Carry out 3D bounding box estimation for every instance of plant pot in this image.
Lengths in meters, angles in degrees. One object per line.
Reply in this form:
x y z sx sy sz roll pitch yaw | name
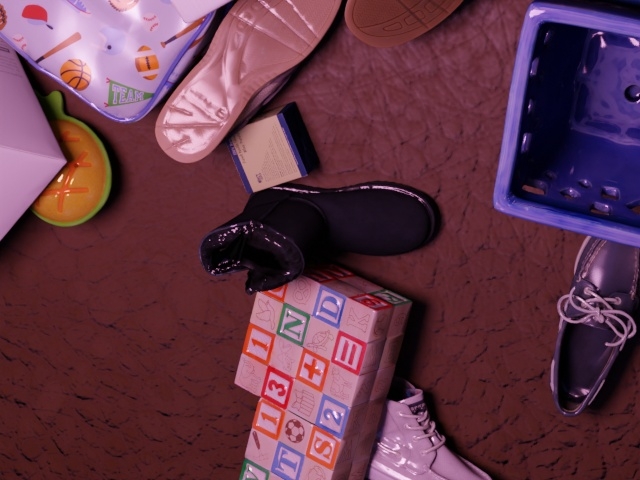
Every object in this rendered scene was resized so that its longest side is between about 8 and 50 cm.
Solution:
0.326 -0.143 1.568 0.236 0.212 0.236 13 114 10 | plant pot

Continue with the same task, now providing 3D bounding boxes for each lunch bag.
-0.255 -0.300 1.732 0.303 0.115 0.243 36 111 -1 | lunch bag

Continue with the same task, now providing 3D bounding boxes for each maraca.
-0.335 -0.104 1.842 0.127 0.099 0.186 -35 76 7 | maraca

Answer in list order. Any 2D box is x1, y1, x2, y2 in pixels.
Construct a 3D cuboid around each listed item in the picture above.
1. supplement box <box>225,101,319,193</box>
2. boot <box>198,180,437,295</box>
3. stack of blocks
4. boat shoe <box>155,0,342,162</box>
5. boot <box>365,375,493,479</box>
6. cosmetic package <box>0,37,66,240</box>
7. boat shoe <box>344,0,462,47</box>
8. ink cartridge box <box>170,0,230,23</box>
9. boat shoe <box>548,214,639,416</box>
-0.060 -0.113 1.778 0.083 0.056 0.083 -17 105 21 | supplement box
0.000 0.000 1.722 0.246 0.207 0.094 6 112 13 | boot
-0.013 0.184 1.811 0.171 0.087 0.297 24 109 31 | stack of blocks
-0.084 -0.210 1.718 0.103 0.092 0.285 39 93 -4 | boat shoe
0.116 0.250 1.843 0.258 0.095 0.123 20 115 14 | boot
-0.456 -0.114 1.794 0.224 0.138 0.225 -45 56 26 | cosmetic package
0.139 -0.342 1.612 0.109 0.098 0.302 33 115 -13 | boat shoe
-0.060 -0.451 1.526 0.385 0.091 0.308 -27 101 23 | ink cartridge box
0.325 0.091 1.733 0.095 0.079 0.254 21 115 8 | boat shoe
